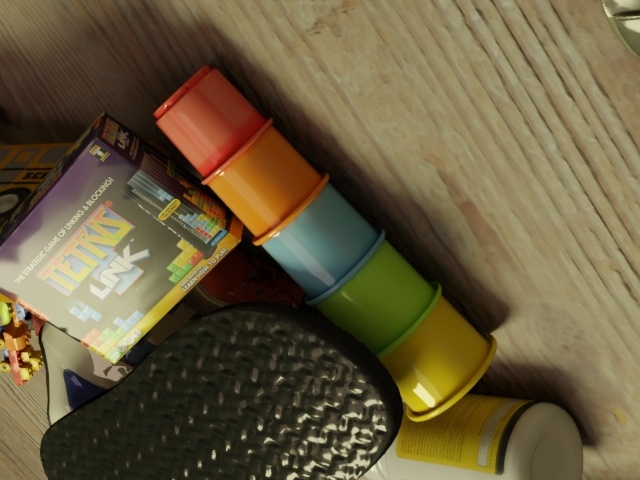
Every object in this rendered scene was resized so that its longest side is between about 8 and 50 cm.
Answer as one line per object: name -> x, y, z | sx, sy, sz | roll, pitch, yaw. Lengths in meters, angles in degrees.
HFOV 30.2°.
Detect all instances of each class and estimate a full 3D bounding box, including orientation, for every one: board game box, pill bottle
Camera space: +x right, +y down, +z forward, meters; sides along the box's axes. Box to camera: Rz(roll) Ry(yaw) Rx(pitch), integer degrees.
board game box -> -0.168, 0.002, 0.944 | 0.141, 0.048, 0.170 | 35, 117, -23
pill bottle -> 0.121, 0.181, 1.009 | 0.184, 0.103, 0.103 | 0, 132, 44

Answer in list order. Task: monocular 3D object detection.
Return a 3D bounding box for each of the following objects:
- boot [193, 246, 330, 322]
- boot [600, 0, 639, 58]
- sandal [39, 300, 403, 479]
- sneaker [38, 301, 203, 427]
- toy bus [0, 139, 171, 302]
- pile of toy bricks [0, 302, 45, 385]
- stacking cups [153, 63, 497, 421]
boot -> -0.052, 0.039, 1.051 | 0.158, 0.059, 0.084 | 41, 145, -19
boot -> 0.244, -0.102, 0.567 | 0.208, 0.076, 0.190 | -4, 114, 38
sandal -> -0.092, 0.148, 1.031 | 0.446, 0.107, 0.167 | -24, 94, 44
sneaker -> -0.167, 0.157, 1.198 | 0.315, 0.127, 0.182 | 43, 126, 6
toy bus -> -0.294, -0.017, 1.078 | 0.332, 0.130, 0.108 | 0, 130, 27
pile of toy bricks -> -0.298, 0.046, 1.274 | 0.105, 0.118, 0.212 | 0, 121, 6
stacking cups -> 0.000, 0.000, 0.914 | 0.316, 0.096, 0.096 | 46, 147, -11
